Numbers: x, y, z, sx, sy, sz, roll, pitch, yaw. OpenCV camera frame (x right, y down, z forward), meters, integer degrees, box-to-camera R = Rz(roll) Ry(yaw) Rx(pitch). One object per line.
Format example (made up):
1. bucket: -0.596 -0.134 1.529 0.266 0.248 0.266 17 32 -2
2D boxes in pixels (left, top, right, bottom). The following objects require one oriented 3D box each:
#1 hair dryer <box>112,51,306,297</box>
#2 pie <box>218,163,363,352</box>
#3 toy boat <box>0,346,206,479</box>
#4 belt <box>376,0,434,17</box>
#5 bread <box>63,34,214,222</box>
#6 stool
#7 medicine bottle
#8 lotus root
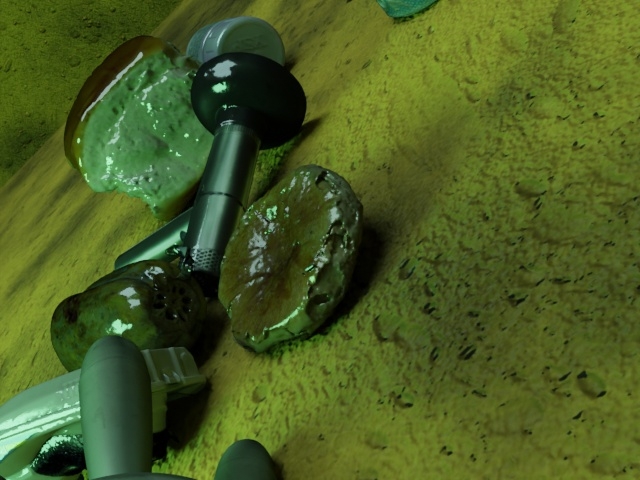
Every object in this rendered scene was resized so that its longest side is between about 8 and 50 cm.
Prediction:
1. hair dryer: -0.186 -0.068 1.078 0.284 0.156 0.320 -6 52 35
2. pie: -0.033 0.021 0.790 0.195 0.046 0.195 -31 47 41
3. toy boat: -0.240 0.196 0.812 0.269 0.141 0.141 -37 26 18
4. belt: 0.129 -0.385 1.143 0.147 0.082 0.163 -43 26 -2
5. bread: -0.268 -0.181 1.281 0.250 0.225 0.279 -57 18 -1
6. stool: -0.132 0.198 0.546 0.195 0.195 0.199 -46 24 1
7. medicine bottle: -0.146 -0.312 1.401 0.135 0.135 0.168 -52 25 -11
8. lotus root: -0.217 0.095 0.921 0.124 0.123 0.241 -27 4 -43
